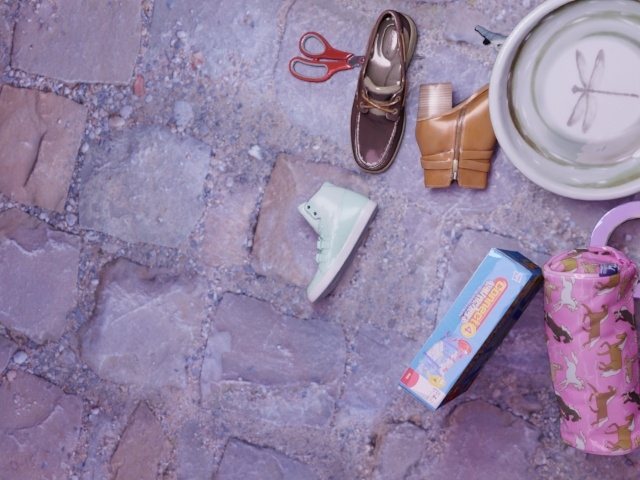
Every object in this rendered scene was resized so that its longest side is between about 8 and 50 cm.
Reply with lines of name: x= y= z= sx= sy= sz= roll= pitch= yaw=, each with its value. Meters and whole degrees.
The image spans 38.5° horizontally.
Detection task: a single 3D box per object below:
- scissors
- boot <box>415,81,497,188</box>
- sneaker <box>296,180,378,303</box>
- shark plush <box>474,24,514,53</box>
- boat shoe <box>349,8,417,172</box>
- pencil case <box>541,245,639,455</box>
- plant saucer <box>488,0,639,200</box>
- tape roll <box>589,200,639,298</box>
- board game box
scissors: x=0.074 y=-0.380 z=1.992 sx=0.297 sy=0.021 sz=0.109 roll=15 pitch=92 yaw=16
boot: x=0.334 y=-0.214 z=1.863 sx=0.283 sy=0.109 sz=0.220 roll=-2 pitch=96 yaw=7
sneaker: x=0.000 y=0.000 z=1.967 sx=0.151 sy=0.094 sz=0.256 roll=28 pitch=88 yaw=10
shark plush: x=0.393 y=-0.406 z=1.886 sx=0.161 sy=0.073 sz=0.067 roll=25 pitch=77 yaw=37
boat shoe: x=0.123 y=-0.310 z=1.909 sx=0.123 sy=0.123 sz=0.342 roll=15 pitch=99 yaw=14
pencil case: x=0.520 y=0.210 z=1.724 sx=0.167 sy=0.160 sz=0.386 roll=9 pitch=112 yaw=51
plant saucer: x=0.520 y=-0.279 z=1.725 sx=0.400 sy=0.100 sz=0.401 roll=4 pitch=109 yaw=11
tape roll: x=0.619 y=0.019 z=1.778 sx=0.188 sy=0.080 sz=0.189 roll=0 pitch=90 yaw=19
board game box: x=0.302 y=0.164 z=1.760 sx=0.086 sy=0.302 sz=0.308 roll=37 pitch=100 yaw=17
